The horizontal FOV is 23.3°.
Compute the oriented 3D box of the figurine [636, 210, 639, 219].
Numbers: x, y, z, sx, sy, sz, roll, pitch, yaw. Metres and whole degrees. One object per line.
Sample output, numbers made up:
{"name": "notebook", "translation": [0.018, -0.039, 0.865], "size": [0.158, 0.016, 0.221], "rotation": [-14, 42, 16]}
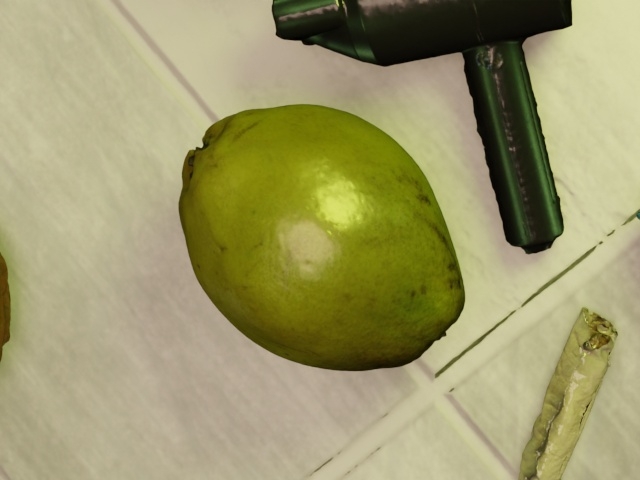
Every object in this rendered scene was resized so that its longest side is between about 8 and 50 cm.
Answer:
{"name": "figurine", "translation": [0.349, 0.077, 1.285], "size": [0.102, 0.205, 0.260], "rotation": [-27, 89, -9]}

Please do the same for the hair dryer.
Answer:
{"name": "hair dryer", "translation": [0.108, -0.121, 1.340], "size": [0.244, 0.116, 0.303], "rotation": [-11, 103, 17]}

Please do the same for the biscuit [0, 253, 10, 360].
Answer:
{"name": "biscuit", "translation": [-0.429, 0.069, 1.494], "size": [0.295, 0.075, 0.296], "rotation": [1, 94, 14]}

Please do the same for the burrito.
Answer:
{"name": "burrito", "translation": [0.216, 0.152, 1.384], "size": [0.045, 0.041, 0.186], "rotation": [13, 104, -32]}

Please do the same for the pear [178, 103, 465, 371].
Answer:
{"name": "pear", "translation": [0.000, 0.000, 1.323], "size": [0.269, 0.212, 0.212], "rotation": [37, 105, -7]}
